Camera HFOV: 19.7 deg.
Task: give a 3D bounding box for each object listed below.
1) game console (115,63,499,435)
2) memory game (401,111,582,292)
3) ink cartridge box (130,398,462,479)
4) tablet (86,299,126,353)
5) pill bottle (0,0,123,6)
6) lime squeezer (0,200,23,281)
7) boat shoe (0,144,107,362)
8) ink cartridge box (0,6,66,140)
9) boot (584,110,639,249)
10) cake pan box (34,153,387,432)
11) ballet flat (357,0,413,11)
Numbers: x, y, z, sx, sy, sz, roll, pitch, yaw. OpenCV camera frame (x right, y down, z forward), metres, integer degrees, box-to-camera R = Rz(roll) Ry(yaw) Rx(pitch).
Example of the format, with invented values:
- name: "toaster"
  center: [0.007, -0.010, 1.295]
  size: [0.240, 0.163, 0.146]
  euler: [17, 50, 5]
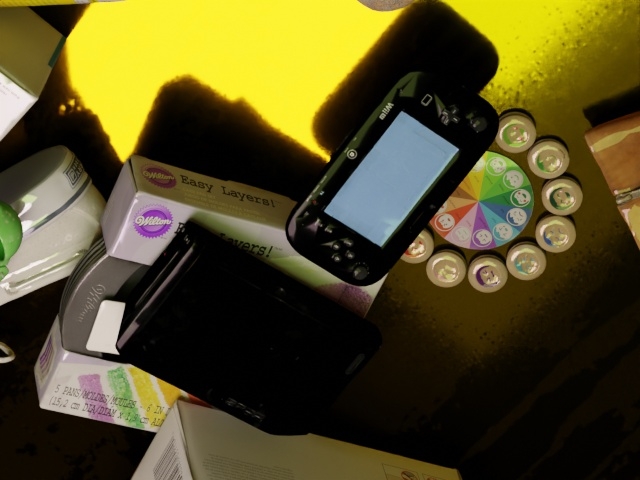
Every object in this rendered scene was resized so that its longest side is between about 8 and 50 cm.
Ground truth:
- name: "game console"
  center: [0.000, 0.000, 1.573]
  size: [0.213, 0.044, 0.361]
  euler: [29, 108, -29]
- name: "memory game"
  center: [0.142, -0.035, 1.653]
  size: [0.186, 0.012, 0.186]
  euler: [2, 117, 4]
- name: "ink cartridge box"
  center: [-0.046, 0.319, 1.732]
  size: [0.309, 0.130, 0.272]
  euler: [16, 121, -25]
- name: "tablet"
  center: [-0.158, 0.080, 1.606]
  size: [0.083, 0.006, 0.054]
  euler: [10, 120, -22]
- name: "pill bottle"
  center: [-0.259, -0.252, 1.524]
  size: [0.214, 0.117, 0.117]
  euler: [-2, 116, 7]
- name: "lime squeezer"
  center: [-0.308, 0.028, 1.558]
  size: [0.059, 0.110, 0.310]
  euler: [34, 116, 16]
- name: "boat shoe"
  center: [-0.340, 0.064, 1.695]
  size: [0.367, 0.136, 0.156]
  euler: [-30, 113, 8]
- name: "ink cartridge box"
  center: [-0.316, -0.110, 1.589]
  size: [0.082, 0.140, 0.191]
  euler: [38, 115, -15]
- name: "boot"
  center: [0.403, -0.037, 1.580]
  size: [0.280, 0.096, 0.264]
  euler: [-28, 111, 19]
- name: "cake pan box"
  center: [-0.102, 0.065, 1.656]
  size: [0.266, 0.070, 0.246]
  euler: [16, 116, -24]
- name: "ballet flat"
  center: [0.085, -0.314, 1.466]
  size: [0.107, 0.106, 0.316]
  euler: [18, 117, -3]
